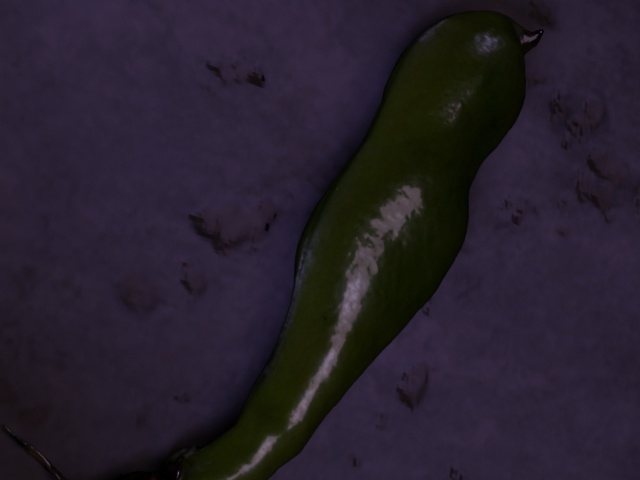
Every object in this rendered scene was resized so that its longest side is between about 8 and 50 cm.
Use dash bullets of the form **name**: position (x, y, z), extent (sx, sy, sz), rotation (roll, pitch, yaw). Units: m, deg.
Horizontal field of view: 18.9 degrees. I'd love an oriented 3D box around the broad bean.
- **broad bean**: position (0.007, 0.009, 0.863), extent (0.318, 0.056, 0.098), rotation (-46, 110, -22)
